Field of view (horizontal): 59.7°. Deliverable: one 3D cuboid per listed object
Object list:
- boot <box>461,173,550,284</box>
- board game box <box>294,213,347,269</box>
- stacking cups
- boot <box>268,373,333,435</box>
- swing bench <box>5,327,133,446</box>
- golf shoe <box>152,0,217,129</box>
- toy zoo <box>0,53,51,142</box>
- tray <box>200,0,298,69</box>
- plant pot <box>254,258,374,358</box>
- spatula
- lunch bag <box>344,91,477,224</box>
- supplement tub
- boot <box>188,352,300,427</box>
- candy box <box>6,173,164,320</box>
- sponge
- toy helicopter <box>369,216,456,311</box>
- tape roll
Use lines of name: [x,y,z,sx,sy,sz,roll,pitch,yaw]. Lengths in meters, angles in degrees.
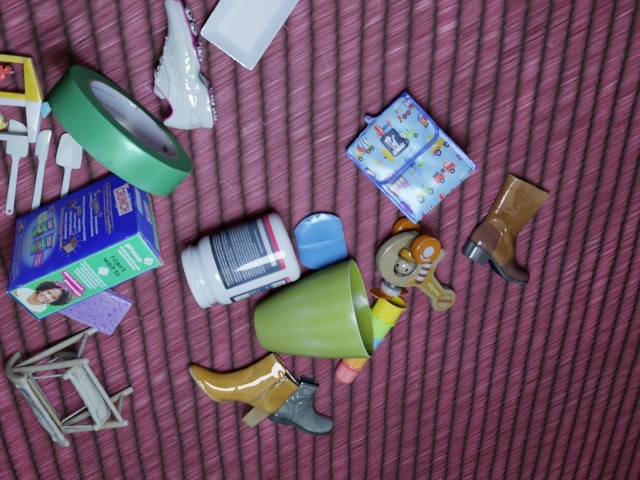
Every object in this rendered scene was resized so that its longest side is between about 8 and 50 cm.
boot: [0.589,-0.027,1.672,0.264,0.096,0.280,29,98,-14]
board game box: [0.000,0.000,1.572,0.133,0.033,0.168,-12,111,-1]
stacking cups: [0.149,0.308,1.708,0.096,0.096,0.316,21,108,-20]
boot: [-0.040,0.522,1.780,0.247,0.083,0.161,22,102,-22]
swing bench: [-0.695,0.413,1.541,0.255,0.165,0.253,-19,117,-2]
golf shoe: [-0.329,-0.397,1.276,0.140,0.115,0.306,-10,115,-3]
toy zoo: [-0.752,-0.325,1.254,0.293,0.030,0.192,2,111,-12]
tray: [-0.144,-0.548,1.288,0.145,0.030,0.270,32,104,-22]
plant pot: [-0.024,0.214,1.561,0.294,0.274,0.274,-12,117,12]
spatula: [-0.680,-0.158,1.361,0.168,0.019,0.242,11,111,-18]
lunch bag: [0.224,-0.229,1.477,0.293,0.138,0.221,43,101,-13]
supplement tub: [-0.204,0.054,1.463,0.272,0.191,0.191,-19,117,-3]
boot: [-0.223,0.406,1.675,0.295,0.104,0.211,43,93,-15]
candy box: [-0.549,-0.001,1.316,0.317,0.268,0.122,-25,135,1]
sponge: [-0.635,0.166,1.513,0.210,0.031,0.117,32,104,-22]
toy helicopter: [0.281,0.116,1.634,0.235,0.140,0.355,-44,126,4]
tape roll: [-0.424,-0.236,1.209,0.077,0.321,0.321,-45,115,9]
